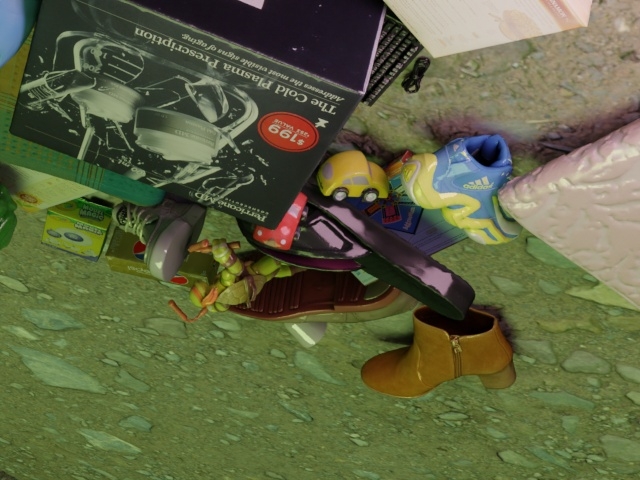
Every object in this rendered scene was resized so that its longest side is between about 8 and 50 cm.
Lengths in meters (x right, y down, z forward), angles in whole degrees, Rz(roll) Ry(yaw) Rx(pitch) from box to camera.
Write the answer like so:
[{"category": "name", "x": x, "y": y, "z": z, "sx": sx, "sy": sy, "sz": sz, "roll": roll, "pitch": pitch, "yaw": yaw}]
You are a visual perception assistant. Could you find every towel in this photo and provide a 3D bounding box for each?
[{"category": "towel", "x": 0.440, "y": -0.043, "z": 1.574, "sx": 0.317, "sy": 0.053, "sz": 0.331, "roll": 32, "pitch": 139, "yaw": -30}, {"category": "towel", "x": -0.303, "y": -0.186, "z": 1.728, "sx": 0.271, "sy": 0.040, "sz": 0.370, "roll": 18, "pitch": 145, "yaw": -9}]

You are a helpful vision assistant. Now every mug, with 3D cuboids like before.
[{"category": "mug", "x": -0.037, "y": 0.149, "z": 2.277, "sx": 0.078, "sy": 0.062, "sz": 0.064, "roll": -22, "pitch": 128, "yaw": 43}]

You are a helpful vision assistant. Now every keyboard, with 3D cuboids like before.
[{"category": "keyboard", "x": 0.078, "y": -0.209, "z": 1.531, "sx": 0.108, "sy": 0.023, "sz": 0.180, "roll": 22, "pitch": 155, "yaw": -13}]

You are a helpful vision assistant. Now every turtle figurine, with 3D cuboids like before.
[{"category": "turtle figurine", "x": -0.111, "y": 0.049, "z": 1.936, "sx": 0.217, "sy": 0.087, "sz": 0.269, "roll": -24, "pitch": 156, "yaw": -21}]

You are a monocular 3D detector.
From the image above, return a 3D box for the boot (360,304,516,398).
[{"category": "boot", "x": 0.179, "y": 0.176, "z": 2.179, "sx": 0.295, "sy": 0.104, "sz": 0.211, "roll": -2, "pitch": 144, "yaw": 23}]

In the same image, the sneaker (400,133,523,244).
[{"category": "sneaker", "x": 0.218, "y": -0.067, "z": 1.660, "sx": 0.126, "sy": 0.091, "sz": 0.240, "roll": -32, "pitch": 148, "yaw": 33}]

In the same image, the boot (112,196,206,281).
[{"category": "boot", "x": -0.256, "y": -0.014, "z": 1.918, "sx": 0.123, "sy": 0.095, "sz": 0.258, "roll": 19, "pitch": -168, "yaw": 1}]

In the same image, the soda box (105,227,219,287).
[{"category": "soda box", "x": -0.266, "y": 0.033, "z": 2.172, "sx": 0.181, "sy": 0.058, "sz": 0.061, "roll": 12, "pitch": 155, "yaw": 8}]

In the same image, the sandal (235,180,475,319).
[{"category": "sandal", "x": 0.001, "y": 0.000, "z": 1.780, "sx": 0.445, "sy": 0.107, "sz": 0.167, "roll": 31, "pitch": 170, "yaw": 8}]

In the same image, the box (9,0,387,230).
[{"category": "box", "x": -0.141, "y": -0.205, "z": 1.447, "sx": 0.343, "sy": 0.179, "sz": 0.312, "roll": 20, "pitch": 148, "yaw": -10}]

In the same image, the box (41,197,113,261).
[{"category": "box", "x": -0.406, "y": -0.026, "z": 2.154, "sx": 0.105, "sy": 0.043, "sz": 0.179, "roll": 19, "pitch": 153, "yaw": -8}]

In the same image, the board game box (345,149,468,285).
[{"category": "board game box", "x": 0.092, "y": -0.026, "z": 1.833, "sx": 0.145, "sy": 0.027, "sz": 0.281, "roll": 44, "pitch": 148, "yaw": -11}]

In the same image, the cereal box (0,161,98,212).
[{"category": "cereal box", "x": -0.441, "y": -0.121, "z": 1.972, "sx": 0.240, "sy": 0.047, "sz": 0.173, "roll": -13, "pitch": 140, "yaw": 44}]

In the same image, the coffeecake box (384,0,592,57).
[{"category": "coffeecake box", "x": 0.163, "y": -0.267, "z": 1.311, "sx": 0.185, "sy": 0.068, "sz": 0.142, "roll": -6, "pitch": 147, "yaw": 38}]

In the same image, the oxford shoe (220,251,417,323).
[{"category": "oxford shoe", "x": -0.010, "y": 0.093, "z": 2.080, "sx": 0.348, "sy": 0.123, "sz": 0.130, "roll": 1, "pitch": 156, "yaw": 30}]

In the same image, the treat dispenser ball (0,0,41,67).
[{"category": "treat dispenser ball", "x": -0.433, "y": -0.291, "z": 1.348, "sx": 0.288, "sy": 0.288, "sz": 0.288, "roll": 13, "pitch": 154, "yaw": 6}]

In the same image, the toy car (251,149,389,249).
[{"category": "toy car", "x": -0.048, "y": -0.103, "z": 1.682, "sx": 0.225, "sy": 0.239, "sz": 0.053, "roll": 40, "pitch": 135, "yaw": 25}]

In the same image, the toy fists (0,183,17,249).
[{"category": "toy fists", "x": -0.530, "y": -0.082, "z": 1.913, "sx": 0.142, "sy": 0.096, "sz": 0.279, "roll": 40, "pitch": 161, "yaw": 26}]
